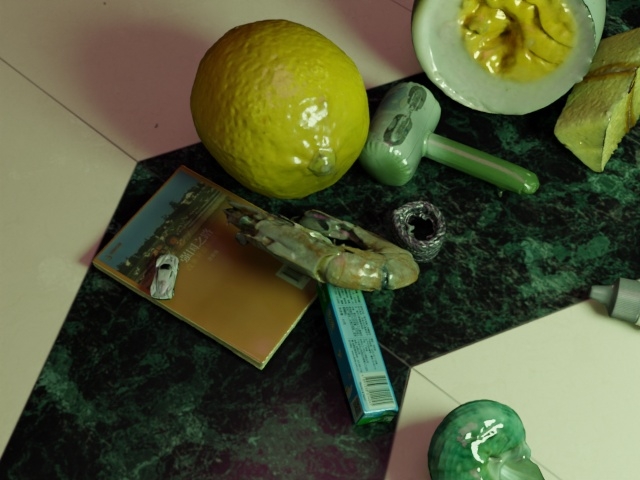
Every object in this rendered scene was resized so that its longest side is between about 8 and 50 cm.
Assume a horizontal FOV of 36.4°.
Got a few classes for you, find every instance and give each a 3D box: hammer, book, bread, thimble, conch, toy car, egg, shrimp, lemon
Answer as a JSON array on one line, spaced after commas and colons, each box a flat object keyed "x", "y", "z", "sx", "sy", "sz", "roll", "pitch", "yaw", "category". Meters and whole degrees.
[{"x": 0.247, "y": -0.158, "z": 1.812, "sx": 0.336, "sy": 0.119, "sz": 0.206, "roll": 23, "pitch": 60, "yaw": 8, "category": "hammer"}, {"x": -0.179, "y": 0.036, "z": 1.727, "sx": 0.374, "sy": 0.028, "sz": 0.262, "roll": 29, "pitch": 62, "yaw": 18, "category": "book"}, {"x": 0.550, "y": -0.278, "z": 1.835, "sx": 0.142, "sy": 0.178, "sz": 0.266, "roll": 26, "pitch": 64, "yaw": 10, "category": "bread"}, {"x": 0.176, "y": -0.017, "z": 1.737, "sx": 0.095, "sy": 0.066, "sz": 0.104, "roll": -33, "pitch": 65, "yaw": -18, "category": "thimble"}, {"x": 0.250, "y": 0.332, "z": 1.468, "sx": 0.196, "sy": 0.134, "sz": 0.202, "roll": 36, "pitch": 47, "yaw": -25, "category": "conch"}, {"x": -0.269, "y": 0.061, "z": 1.679, "sx": 0.041, "sy": 0.025, "sz": 0.093, "roll": 3, "pitch": 57, "yaw": 1, "category": "toy car"}, {"x": 0.376, "y": -0.466, "z": 1.876, "sx": 0.355, "sy": 0.354, "sz": 0.340, "roll": 16, "pitch": 44, "yaw": 11, "category": "egg"}, {"x": 0.000, "y": 0.000, "z": 1.670, "sx": 0.360, "sy": 0.085, "sz": 0.247, "roll": 19, "pitch": 20, "yaw": 11, "category": "shrimp"}, {"x": -0.072, "y": -0.234, "z": 1.740, "sx": 0.336, "sy": 0.336, "sz": 0.336, "roll": 0, "pitch": 56, "yaw": 0, "category": "lemon"}]

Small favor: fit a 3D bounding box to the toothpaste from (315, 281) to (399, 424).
[{"x": 0.059, "y": 0.173, "z": 1.606, "sx": 0.065, "sy": 0.050, "sz": 0.266, "roll": -4, "pitch": 57, "yaw": -21, "category": "toothpaste"}]

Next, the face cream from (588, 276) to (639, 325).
[{"x": 0.605, "y": 0.122, "z": 1.624, "sx": 0.311, "sy": 0.092, "sz": 0.092, "roll": 12, "pitch": 57, "yaw": 9, "category": "face cream"}]
